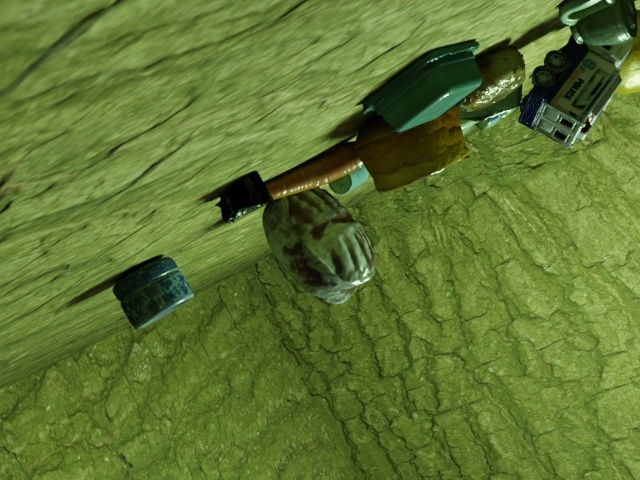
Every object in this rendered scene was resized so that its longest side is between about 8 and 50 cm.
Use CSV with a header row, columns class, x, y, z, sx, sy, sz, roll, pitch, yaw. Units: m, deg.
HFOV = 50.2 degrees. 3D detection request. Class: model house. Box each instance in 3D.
class,x,y,z,sx,sy,sz,roll,pitch,yaw
model house,0.352,-0.314,1.458,0.165,0.106,0.152,-16,-174,8

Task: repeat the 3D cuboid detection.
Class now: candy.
class,x,y,z,sx,sy,sz,roll,pitch,yaw
candy,0.000,0.000,1.556,0.157,0.289,0.214,-40,176,37

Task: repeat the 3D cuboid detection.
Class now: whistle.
class,x,y,z,sx,sy,sz,roll,pitch,yaw
whistle,0.420,-0.340,1.728,0.244,0.110,0.092,-29,146,-22

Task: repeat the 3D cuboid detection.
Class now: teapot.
class,x,y,z,sx,sy,sz,roll,pitch,yaw
teapot,0.487,-0.388,1.200,0.108,0.111,0.149,-13,-165,39

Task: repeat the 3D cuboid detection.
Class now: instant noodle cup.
class,x,y,z,sx,sy,sz,roll,pitch,yaw
instant noodle cup,0.169,-0.233,1.059,0.157,0.070,0.179,-33,175,43

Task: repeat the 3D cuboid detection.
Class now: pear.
class,x,y,z,sx,sy,sz,roll,pitch,yaw
pear,0.761,-0.472,1.700,0.209,0.209,0.209,-30,179,-1

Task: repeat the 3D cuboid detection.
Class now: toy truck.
class,x,y,z,sx,sy,sz,roll,pitch,yaw
toy truck,0.535,-0.334,1.404,0.268,0.155,0.124,-50,164,-16

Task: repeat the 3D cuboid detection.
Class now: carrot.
class,x,y,z,sx,sy,sz,roll,pitch,yaw
carrot,-0.020,-0.126,1.326,0.271,0.062,0.066,-25,-150,-13

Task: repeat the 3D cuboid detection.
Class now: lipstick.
class,x,y,z,sx,sy,sz,roll,pitch,yaw
lipstick,0.087,-0.169,1.652,0.061,0.068,0.274,-38,-178,26

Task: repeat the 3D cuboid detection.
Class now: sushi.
class,x,y,z,sx,sy,sz,roll,pitch,yaw
sushi,-0.132,-0.068,1.138,0.084,0.056,0.083,-30,-174,-9

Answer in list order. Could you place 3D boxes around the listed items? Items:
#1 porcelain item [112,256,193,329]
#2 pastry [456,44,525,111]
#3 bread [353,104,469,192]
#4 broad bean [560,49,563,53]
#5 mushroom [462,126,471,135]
class,x,y,z,sx,sy,sz,roll,pitch,yaw
porcelain item,-0.361,0.109,1.468,0.147,0.114,0.147,-31,179,0
pastry,0.316,-0.301,1.285,0.153,0.081,0.153,-25,179,0
bread,0.171,-0.182,1.270,0.195,0.143,0.269,-18,-172,28
broad bean,0.724,-0.514,1.907,0.165,0.084,0.114,-36,177,-34
mushroom,0.344,-0.297,1.887,0.118,0.103,0.270,-23,-166,46
